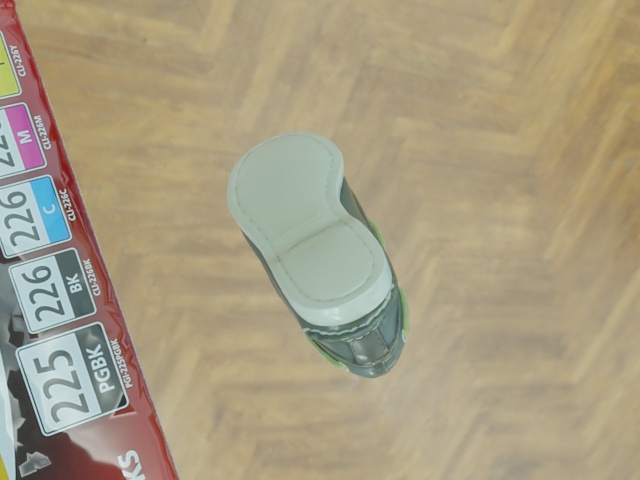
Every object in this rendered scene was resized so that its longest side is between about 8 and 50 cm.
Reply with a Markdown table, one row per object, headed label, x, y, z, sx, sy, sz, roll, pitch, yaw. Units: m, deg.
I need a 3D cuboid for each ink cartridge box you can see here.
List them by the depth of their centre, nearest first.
| label | x | y | z | sx | sy | sz | roll | pitch | yaw |
| --- | --- | --- | --- | --- | --- | --- | --- | --- | --- |
| ink cartridge box | -0.226 | 0.081 | 0.516 | 0.272 | 0.309 | 0.130 | -19 | 178 | -23 |

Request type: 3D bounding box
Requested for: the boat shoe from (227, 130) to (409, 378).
| label | x | y | z | sx | sy | sz | roll | pitch | yaw |
| --- | --- | --- | --- | --- | --- | --- | --- | --- | --- |
| boat shoe | -0.004 | 0.002 | 0.968 | 0.109 | 0.305 | 0.091 | -26 | 123 | -1 |
